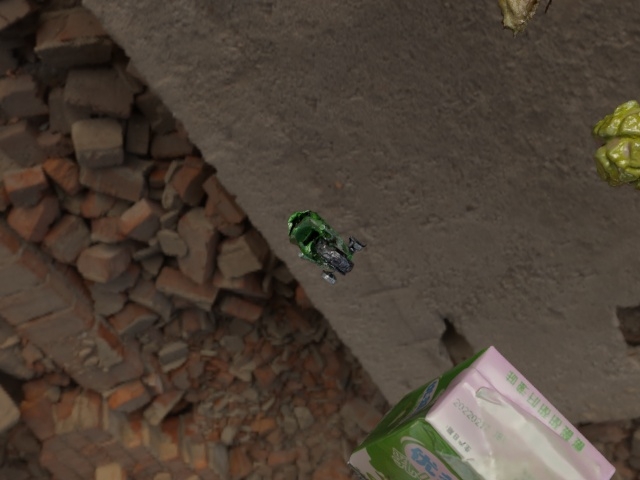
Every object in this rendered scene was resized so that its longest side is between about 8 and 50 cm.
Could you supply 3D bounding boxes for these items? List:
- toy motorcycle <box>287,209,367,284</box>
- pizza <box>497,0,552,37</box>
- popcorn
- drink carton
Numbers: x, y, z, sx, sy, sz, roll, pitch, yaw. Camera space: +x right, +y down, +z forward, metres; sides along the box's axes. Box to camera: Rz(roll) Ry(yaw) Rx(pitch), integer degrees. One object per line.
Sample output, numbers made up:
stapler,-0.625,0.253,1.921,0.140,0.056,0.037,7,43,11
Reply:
toy motorcycle,0.000,0.000,1.029,0.106,0.190,0.074,38,94,-5
pizza,0.273,-0.398,0.967,0.147,0.226,0.069,-28,169,40
popcorn,0.445,-0.133,1.040,0.126,0.125,0.145,22,164,22
drink carton,0.143,0.227,0.737,0.161,0.108,0.271,45,155,7
